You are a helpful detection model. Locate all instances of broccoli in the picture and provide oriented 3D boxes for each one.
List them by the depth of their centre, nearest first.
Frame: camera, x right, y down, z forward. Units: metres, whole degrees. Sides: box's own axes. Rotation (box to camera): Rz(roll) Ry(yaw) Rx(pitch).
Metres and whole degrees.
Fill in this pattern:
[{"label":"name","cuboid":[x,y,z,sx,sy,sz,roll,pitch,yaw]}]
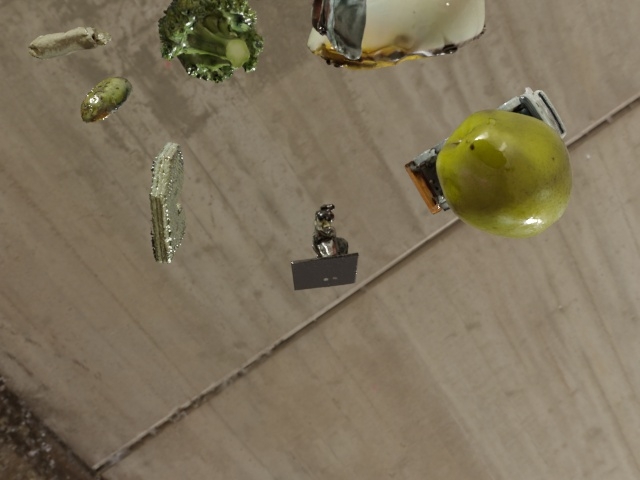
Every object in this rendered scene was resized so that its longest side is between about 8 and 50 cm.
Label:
[{"label":"broccoli","cuboid":[-0.283,-0.545,1.594,0.260,0.288,0.235,-2,-71,59]}]

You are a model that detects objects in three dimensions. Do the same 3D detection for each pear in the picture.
[{"label":"pear","cuboid":[0.399,-0.138,1.289,0.294,0.294,0.294,56,-3,4]}]

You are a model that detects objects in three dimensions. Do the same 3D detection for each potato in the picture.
[{"label":"potato","cuboid":[-0.546,-0.370,1.527,0.197,0.120,0.054,-63,145,-42]}]

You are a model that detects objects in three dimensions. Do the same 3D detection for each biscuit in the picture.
[{"label":"biscuit","cuboid":[-0.345,-0.084,1.369,0.147,0.046,0.249,-79,175,-57]}]

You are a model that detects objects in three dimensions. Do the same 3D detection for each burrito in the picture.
[{"label":"burrito","cuboid":[-0.663,-0.521,1.590,0.082,0.276,0.059,-19,108,-55]}]

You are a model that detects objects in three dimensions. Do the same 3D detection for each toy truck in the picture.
[{"label":"toy truck","cuboid":[0.429,-0.232,1.551,0.388,0.207,0.173,-29,-88,43]}]

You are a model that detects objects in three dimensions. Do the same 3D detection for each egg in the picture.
[{"label":"egg","cuboid":[0.111,-0.385,0.946,0.264,0.287,0.174,-90,168,-60]}]

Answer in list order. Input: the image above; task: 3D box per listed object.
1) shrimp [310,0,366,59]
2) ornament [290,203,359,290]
[{"label":"shrimp","cuboid":[0.161,-0.283,0.532,0.222,0.411,0.165,-4,92,-53]},{"label":"ornament","cuboid":[0.000,0.000,1.445,0.166,0.153,0.195,91,-7,-61]}]
